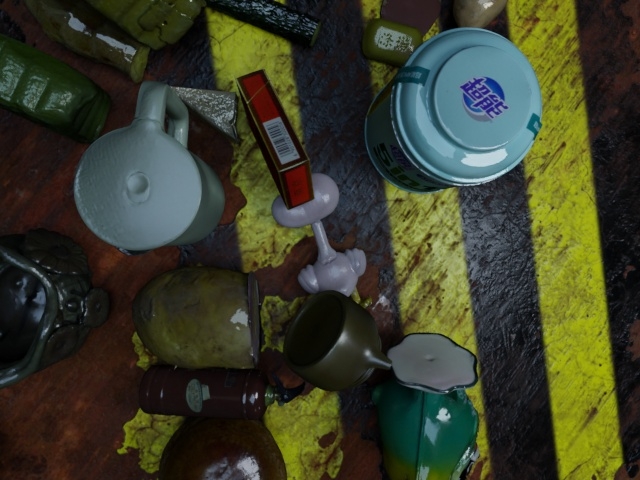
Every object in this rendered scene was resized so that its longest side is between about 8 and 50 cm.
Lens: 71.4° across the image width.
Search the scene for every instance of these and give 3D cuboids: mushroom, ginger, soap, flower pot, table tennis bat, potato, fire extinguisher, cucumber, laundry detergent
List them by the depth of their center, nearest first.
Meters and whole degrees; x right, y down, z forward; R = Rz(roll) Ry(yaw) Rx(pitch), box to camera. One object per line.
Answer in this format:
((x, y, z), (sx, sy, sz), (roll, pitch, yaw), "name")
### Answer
((-0.585, 0.123, 0.860), (0.301, 0.213, 0.302), (0, 92, -6), "flower pot")
((0.258, -0.247, 0.901), (0.287, 0.305, 0.288), (0, 92, -6), "laundry detergent")
((-0.478, -0.434, 0.911), (0.262, 0.116, 0.109), (33, 123, -12), "ginger")
((-0.256, 0.154, 0.913), (0.265, 0.229, 0.230), (-5, 92, 2), "potato")
((-0.197, 0.307, 0.919), (0.343, 0.102, 0.138), (0, 135, 7), "fire extinguisher")
((-0.201, 0.508, 0.929), (0.263, 0.195, 0.283), (-9, 93, -12), "mushroom")
((-0.143, -0.501, 0.967), (0.293, 0.067, 0.068), (19, 90, -5), "cucumber")
((0.359, -0.542, 1.007), (0.112, 0.112, 0.147), (44, 79, -6), "potato")
((0.165, -0.448, 1.010), (0.140, 0.045, 0.089), (11, 110, -7), "soap")
((0.230, -0.573, 1.032), (0.131, 0.022, 0.235), (32, 89, -7), "table tennis bat")

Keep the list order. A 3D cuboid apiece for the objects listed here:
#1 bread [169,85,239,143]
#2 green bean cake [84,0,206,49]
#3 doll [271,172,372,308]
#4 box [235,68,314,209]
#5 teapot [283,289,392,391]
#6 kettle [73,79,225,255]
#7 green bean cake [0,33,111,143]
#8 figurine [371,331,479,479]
((-0.250, -0.269, 0.956), (0.152, 0.077, 0.105), (2, 91, -6), "bread")
((-0.367, -0.568, 0.850), (0.202, 0.285, 0.310), (-33, 64, 18), "green bean cake")
((0.000, 0.000, 0.986), (0.160, 0.094, 0.366), (-22, 93, 2), "doll")
((-0.090, -0.201, 0.895), (0.074, 0.153, 0.240), (-23, 68, -3), "box")
((0.036, 0.220, 0.922), (0.175, 0.267, 0.186), (41, 67, -27), "teapot")
((-0.283, -0.110, 0.837), (0.205, 0.318, 0.265), (38, 88, -5), "kettle")
((-0.543, -0.286, 0.849), (0.247, 0.222, 0.125), (20, 88, -10), "green bean cake")
((0.219, 0.389, 0.939), (0.231, 0.323, 0.340), (5, 110, 17), "figurine")
